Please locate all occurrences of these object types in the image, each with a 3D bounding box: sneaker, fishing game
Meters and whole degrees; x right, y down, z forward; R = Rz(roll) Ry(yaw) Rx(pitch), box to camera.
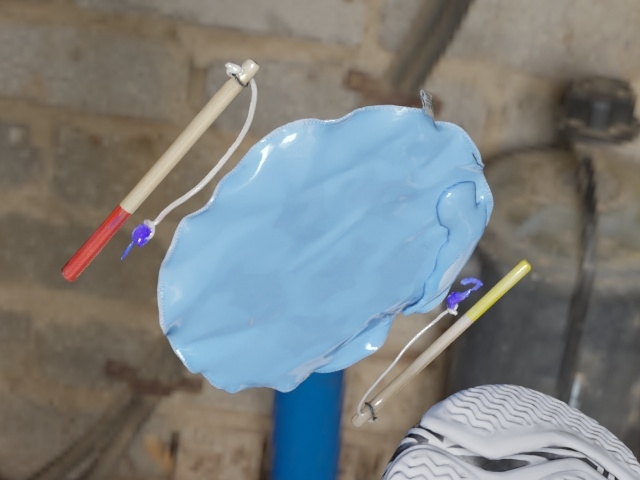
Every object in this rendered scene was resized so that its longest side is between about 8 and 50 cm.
[{"bbox_3d":[0.040,0.230,0.839,0.137,0.210,0.366,30,36,2],"label":"sneaker"},{"bbox_3d":[0.000,0.000,0.894,0.264,0.189,0.041,27,21,-46],"label":"fishing game"}]
